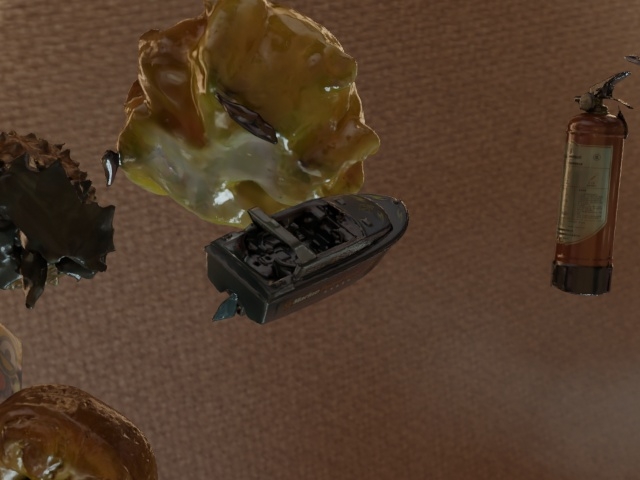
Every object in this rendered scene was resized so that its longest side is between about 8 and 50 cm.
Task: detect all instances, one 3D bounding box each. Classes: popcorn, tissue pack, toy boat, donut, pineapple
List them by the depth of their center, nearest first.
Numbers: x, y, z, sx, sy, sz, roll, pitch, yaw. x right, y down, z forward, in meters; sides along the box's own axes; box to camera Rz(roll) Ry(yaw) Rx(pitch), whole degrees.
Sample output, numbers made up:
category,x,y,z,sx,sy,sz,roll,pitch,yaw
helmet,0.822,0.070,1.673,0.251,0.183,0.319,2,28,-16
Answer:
category,x,y,z,sx,sy,sz,roll,pitch,yaw
pineapple,-0.206,-0.017,0.801,0.128,0.248,0.128,-2,95,-19
toy boat,0.000,0.000,1.101,0.246,0.093,0.103,-24,143,-41
donut,-0.283,0.262,1.231,0.114,0.226,0.226,-47,131,-61
popcorn,-0.081,-0.160,1.311,0.281,0.316,0.297,-51,145,-38
tissue pack,-0.433,0.179,1.498,0.060,0.148,0.108,-14,147,11

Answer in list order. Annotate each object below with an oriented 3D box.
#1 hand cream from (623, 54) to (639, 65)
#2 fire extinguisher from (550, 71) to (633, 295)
category,x,y,z,sx,sy,sz,roll,pitch,yaw
hand cream,0.327,-0.002,0.822,0.076,0.336,0.121,-39,150,27
fire extinguisher,0.218,-0.047,0.921,0.050,0.062,0.177,-1,100,-31
